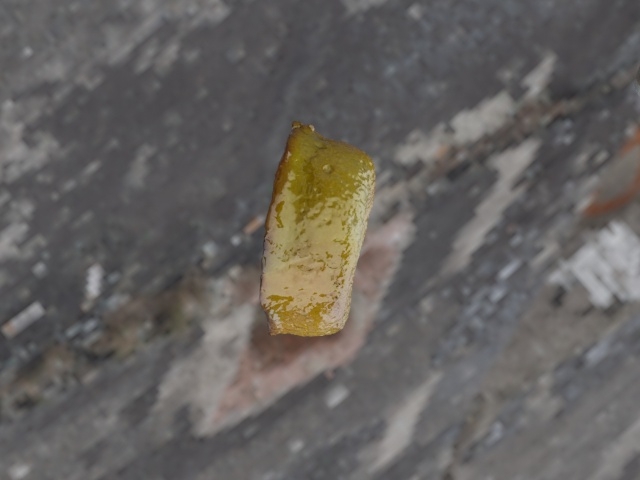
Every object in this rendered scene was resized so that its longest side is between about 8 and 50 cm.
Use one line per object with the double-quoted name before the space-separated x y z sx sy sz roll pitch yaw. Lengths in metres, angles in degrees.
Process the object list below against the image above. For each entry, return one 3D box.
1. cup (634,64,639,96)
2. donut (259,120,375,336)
"cup" 0.350 -0.183 1.825 0.102 0.074 0.099 -64 174 -57
"donut" 0.001 -0.001 1.568 0.190 0.074 0.174 91 10 -52
